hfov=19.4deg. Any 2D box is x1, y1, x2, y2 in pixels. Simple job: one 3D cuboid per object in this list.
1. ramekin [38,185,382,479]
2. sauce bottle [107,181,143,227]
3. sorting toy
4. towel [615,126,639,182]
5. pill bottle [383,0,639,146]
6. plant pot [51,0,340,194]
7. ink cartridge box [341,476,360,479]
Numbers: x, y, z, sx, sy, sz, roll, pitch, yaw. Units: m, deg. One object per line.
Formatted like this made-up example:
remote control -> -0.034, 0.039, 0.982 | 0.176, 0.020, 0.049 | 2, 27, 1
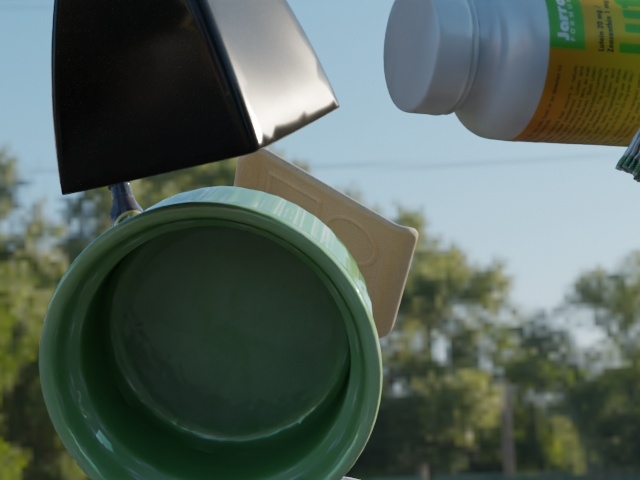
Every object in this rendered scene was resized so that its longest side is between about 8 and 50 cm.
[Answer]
ramekin -> -0.090, 0.096, 1.694 | 0.303, 0.303, 0.148 | -4, 15, 7
sauce bottle -> -0.210, -0.012, 2.056 | 0.042, 0.128, 0.042 | -16, -23, -7
sorting toy -> 0.000, 0.000, 2.019 | 0.208, 0.038, 0.193 | 27, -38, 12
towel -> 0.253, -0.113, 1.334 | 0.023, 0.152, 0.113 | 24, 7, 12
pill bottle -> 0.180, -0.143, 1.455 | 0.245, 0.136, 0.136 | 2, -9, -22
plant pot -> -0.120, -0.153, 1.560 | 0.187, 0.167, 0.188 | -12, 11, 26
ink cartridge box -> 0.000, 0.396, 2.082 | 0.056, 0.181, 0.225 | 9, -40, 4
